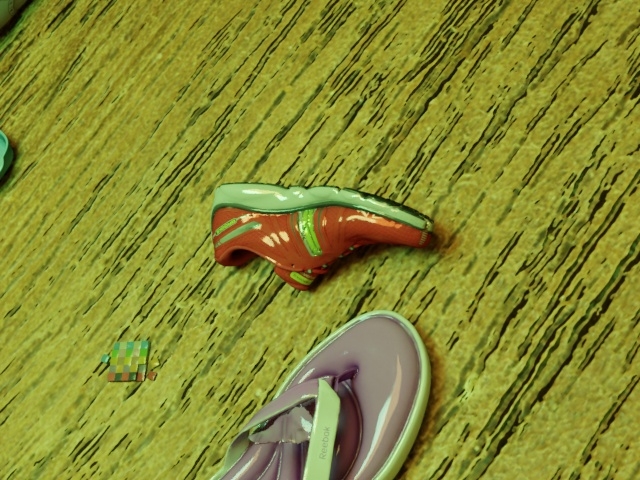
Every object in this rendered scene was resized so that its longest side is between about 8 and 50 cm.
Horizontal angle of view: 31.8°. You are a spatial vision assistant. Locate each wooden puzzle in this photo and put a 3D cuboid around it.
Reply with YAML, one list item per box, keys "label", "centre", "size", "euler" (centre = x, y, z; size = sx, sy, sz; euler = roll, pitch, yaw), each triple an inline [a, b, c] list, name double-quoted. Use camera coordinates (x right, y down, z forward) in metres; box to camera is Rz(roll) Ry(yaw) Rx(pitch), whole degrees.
- label: "wooden puzzle"
  centre: [-0.229, 0.145, 1.347]
  size: [0.083, 0.006, 0.049]
  euler: [-5, 65, 22]

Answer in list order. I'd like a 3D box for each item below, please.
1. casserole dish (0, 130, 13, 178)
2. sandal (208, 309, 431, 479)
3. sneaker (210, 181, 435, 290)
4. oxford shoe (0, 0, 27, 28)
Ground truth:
- label: "casserole dish"
  centre: [-0.501, -0.118, 1.574]
  size: [0.188, 0.037, 0.114]
  euler: [27, 79, 32]
- label: "sandal"
  centre: [-0.041, 0.240, 1.162]
  size: [0.169, 0.102, 0.416]
  euler: [38, 85, 32]
- label: "sneaker"
  centre: [0.000, 0.000, 1.280]
  size: [0.279, 0.107, 0.118]
  euler: [3, 86, 28]
- label: "oxford shoe"
  centre: [-0.403, -0.439, 1.634]
  size: [0.132, 0.130, 0.364]
  euler: [26, 80, 23]
